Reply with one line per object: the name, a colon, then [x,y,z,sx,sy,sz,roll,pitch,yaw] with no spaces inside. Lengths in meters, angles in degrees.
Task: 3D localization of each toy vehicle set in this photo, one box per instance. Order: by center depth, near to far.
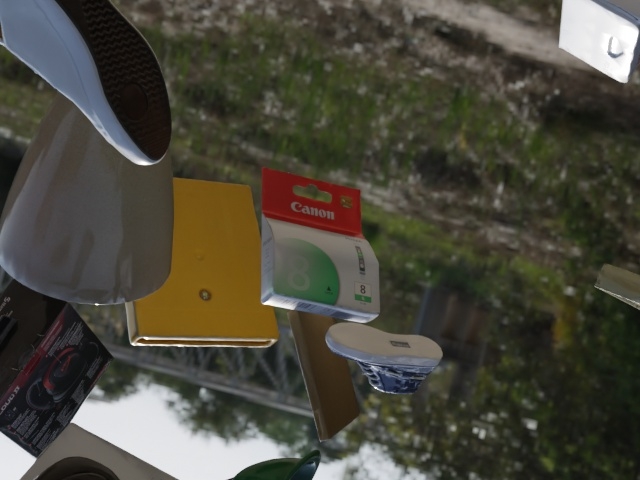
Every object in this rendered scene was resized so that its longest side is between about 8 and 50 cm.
toy vehicle set: [0.513,0.109,1.562,0.267,0.035,0.166,24,180,-36]

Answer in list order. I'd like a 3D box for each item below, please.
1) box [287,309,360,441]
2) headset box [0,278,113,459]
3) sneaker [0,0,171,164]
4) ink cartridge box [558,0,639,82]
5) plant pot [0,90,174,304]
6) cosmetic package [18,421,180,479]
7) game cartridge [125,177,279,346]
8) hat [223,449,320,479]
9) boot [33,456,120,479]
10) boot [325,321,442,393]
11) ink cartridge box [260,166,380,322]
box: [0.007,0.193,1.786,0.021,0.201,0.164,-13,-179,19]
headset box: [-0.467,0.204,1.843,0.110,0.218,0.293,26,162,17]
sneaker: [-0.270,-0.206,1.271,0.123,0.106,0.290,-9,121,36]
ink cartridge box: [0.442,-0.384,1.557,0.117,0.283,0.207,32,172,16]
plant pot: [-0.310,-0.095,1.622,0.257,0.274,0.256,13,-151,-7]
cosmetic package: [-0.266,0.343,1.504,0.231,0.117,0.085,22,142,26]
game cartridge: [-0.231,0.037,2.108,0.285,0.323,0.053,5,150,-33]
hat: [-0.129,0.388,1.932,0.184,0.208,0.173,33,-174,19]
boot: [-0.355,0.429,1.230,0.138,0.377,0.284,30,141,-19]
boot: [0.079,0.175,1.645,0.190,0.086,0.069,13,-148,-27]
ink cartridge box: [0.000,0.000,1.728,0.181,0.224,0.056,12,155,-27]
